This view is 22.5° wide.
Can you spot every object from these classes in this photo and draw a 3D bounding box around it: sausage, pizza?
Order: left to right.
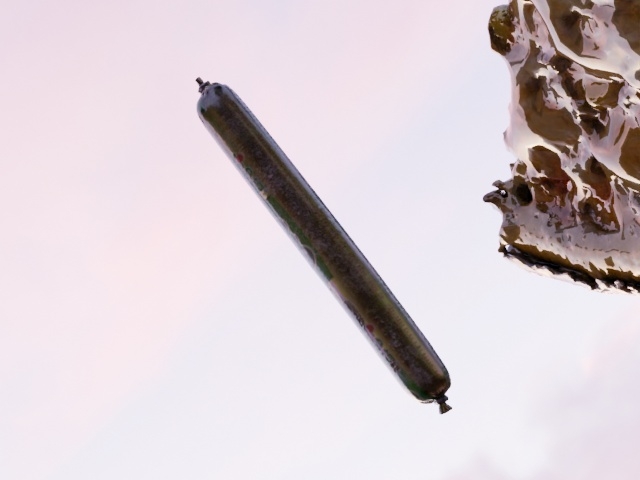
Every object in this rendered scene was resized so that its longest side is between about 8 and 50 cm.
[{"bbox_3d":[0.000,0.000,1.017,0.033,0.269,0.033,-36,-12,-8],"label":"sausage"},{"bbox_3d":[0.279,-0.086,1.376,0.080,0.392,0.435,-30,-48,-25],"label":"pizza"}]
